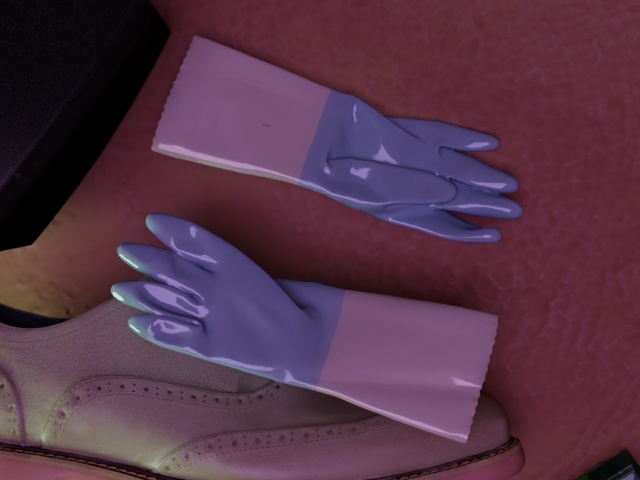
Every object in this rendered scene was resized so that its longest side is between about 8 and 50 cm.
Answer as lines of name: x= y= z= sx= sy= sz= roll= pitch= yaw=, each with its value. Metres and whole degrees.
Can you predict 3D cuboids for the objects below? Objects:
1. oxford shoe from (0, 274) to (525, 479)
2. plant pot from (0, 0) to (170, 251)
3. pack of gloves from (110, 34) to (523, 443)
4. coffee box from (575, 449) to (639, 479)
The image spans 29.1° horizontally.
oxford shoe: x=-0.071 y=0.092 z=0.762 sx=0.396 sy=0.140 sz=0.147 roll=2 pitch=87 yaw=1
plant pot: x=-0.193 y=-0.117 z=0.716 sx=0.167 sy=0.188 sz=0.187 roll=-45 pitch=93 yaw=1
pack of gloves: x=0.000 y=0.000 z=0.754 sx=0.232 sy=0.046 sz=0.195 roll=18 pitch=69 yaw=0
coffee box: x=0.204 y=0.242 z=0.805 sx=0.113 sy=0.040 sz=0.184 roll=-35 pitch=95 yaw=12
